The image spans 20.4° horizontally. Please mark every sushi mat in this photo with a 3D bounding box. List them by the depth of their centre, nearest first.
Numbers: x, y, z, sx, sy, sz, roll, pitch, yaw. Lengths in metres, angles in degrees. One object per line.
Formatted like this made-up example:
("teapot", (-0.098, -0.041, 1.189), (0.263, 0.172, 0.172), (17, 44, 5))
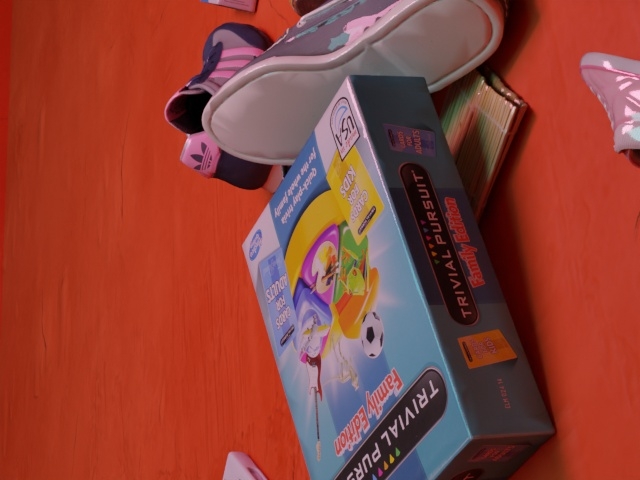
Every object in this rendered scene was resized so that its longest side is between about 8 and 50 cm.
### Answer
("sushi mat", (0.098, -0.001, 1.542), (0.151, 0.019, 0.316), (-117, 41, -59))

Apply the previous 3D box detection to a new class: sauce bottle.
("sauce bottle", (-0.023, -0.284, 1.960), (0.128, 0.042, 0.042), (-114, 38, -59))

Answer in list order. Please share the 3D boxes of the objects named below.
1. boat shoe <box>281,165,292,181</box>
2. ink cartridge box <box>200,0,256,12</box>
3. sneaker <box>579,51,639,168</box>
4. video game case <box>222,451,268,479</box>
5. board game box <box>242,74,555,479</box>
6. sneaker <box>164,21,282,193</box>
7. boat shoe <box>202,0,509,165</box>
("boat shoe", (0.000, 0.000, 1.731), (0.219, 0.070, 0.078), (-102, 29, -45))
("ink cartridge box", (-0.104, -0.347, 2.184), (0.088, 0.052, 0.122), (-152, 74, -69))
("sneaker", (0.213, -0.089, 1.229), (0.134, 0.051, 0.070), (29, 103, 64))
("video game case", (-0.083, 0.361, 1.862), (0.206, 0.026, 0.227), (-145, 66, -68))
("board game box", (0.050, 0.073, 1.465), (0.254, 0.079, 0.336), (-57, 42, 48))
("sneaker", (-0.117, -0.169, 2.029), (0.319, 0.131, 0.112), (-114, 38, -56))
("boat shoe", (0.032, -0.162, 1.557), (0.319, 0.116, 0.099), (-25, 33, 35))
